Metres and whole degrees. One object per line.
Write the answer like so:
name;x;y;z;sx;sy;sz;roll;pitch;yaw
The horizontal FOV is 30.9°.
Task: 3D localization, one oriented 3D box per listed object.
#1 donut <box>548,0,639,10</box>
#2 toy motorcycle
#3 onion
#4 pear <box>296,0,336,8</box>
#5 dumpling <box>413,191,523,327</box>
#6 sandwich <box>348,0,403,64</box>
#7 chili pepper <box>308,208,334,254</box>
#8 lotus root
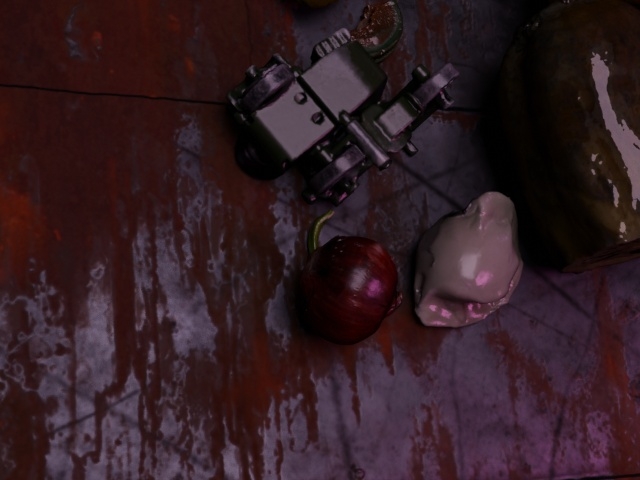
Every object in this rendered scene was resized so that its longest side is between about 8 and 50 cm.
donut;0.424;-0.337;1.559;0.277;0.277;0.109;22;84;-13
toy motorcycle;0.024;-0.164;1.425;0.275;0.127;0.205;-41;89;-20
onion;0.035;0.056;1.348;0.131;0.131;0.131;6;71;-19
pear;0.001;-0.359;1.484;0.107;0.107;0.131;38;56;-5
dumpling;0.195;0.031;1.442;0.150;0.092;0.177;31;59;-24
sandwich;0.070;-0.270;1.521;0.067;0.029;0.135;42;63;-4
chili pepper;0.000;0.000;1.413;0.030;0.017;0.083;10;73;-18
lotus root;0.355;-0.141;1.471;0.250;0.250;0.346;-17;83;-24
